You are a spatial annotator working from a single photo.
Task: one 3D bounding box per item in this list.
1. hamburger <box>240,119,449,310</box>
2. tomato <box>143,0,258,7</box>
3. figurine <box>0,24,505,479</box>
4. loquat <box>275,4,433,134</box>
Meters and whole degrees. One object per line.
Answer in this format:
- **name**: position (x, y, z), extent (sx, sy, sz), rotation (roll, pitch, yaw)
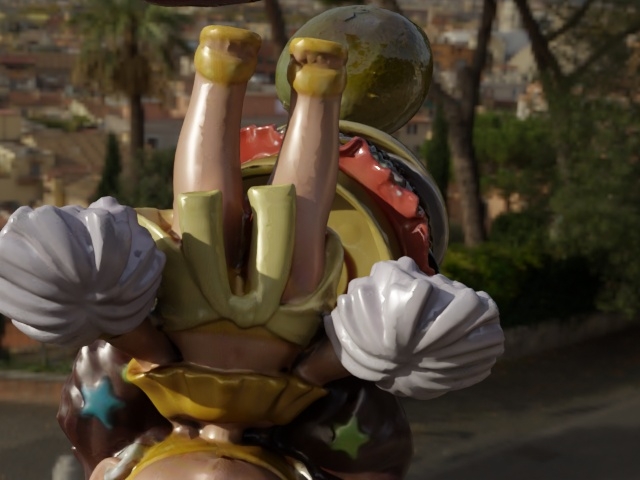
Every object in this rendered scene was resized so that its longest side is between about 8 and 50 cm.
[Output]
- **hamburger**: position (-0.002, 0.003, 0.685), extent (0.175, 0.175, 0.137), rotation (7, 23, 19)
- **tomato**: position (-0.111, -0.237, 0.905), extent (0.225, 0.085, 0.225), rotation (3, 20, -1)
- **figurine**: position (-0.032, 0.043, 0.426), extent (0.175, 0.240, 0.116), rotation (7, 12, -7)
- **loquat**: position (0.042, -0.179, 1.206), extent (0.195, 0.152, 0.152), rotation (-37, 31, -25)
